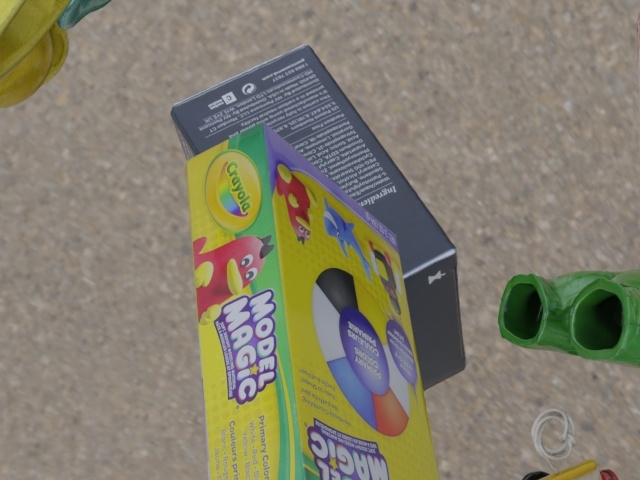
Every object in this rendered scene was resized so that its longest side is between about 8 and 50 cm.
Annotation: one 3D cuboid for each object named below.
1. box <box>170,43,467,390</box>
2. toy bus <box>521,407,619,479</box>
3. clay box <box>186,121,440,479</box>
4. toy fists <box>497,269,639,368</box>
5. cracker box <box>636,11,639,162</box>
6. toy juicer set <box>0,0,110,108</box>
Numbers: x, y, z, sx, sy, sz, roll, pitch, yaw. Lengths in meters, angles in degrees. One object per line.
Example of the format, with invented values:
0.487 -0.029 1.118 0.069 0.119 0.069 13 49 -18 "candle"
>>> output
0.000 0.000 1.745 0.212 0.293 0.395 -27 56 -10 "box"
0.220 0.276 1.209 0.202 0.191 0.104 -64 13 -12 "toy bus"
0.001 0.070 0.608 0.053 0.127 0.222 -26 52 22 "clay box"
0.291 0.072 1.284 0.279 0.142 0.096 179 101 -71 "toy fists"
0.256 -0.155 0.849 0.067 0.232 0.156 5 57 3 "cracker box"
-0.076 -0.133 0.556 0.209 0.089 0.329 -47 8 50 "toy juicer set"
